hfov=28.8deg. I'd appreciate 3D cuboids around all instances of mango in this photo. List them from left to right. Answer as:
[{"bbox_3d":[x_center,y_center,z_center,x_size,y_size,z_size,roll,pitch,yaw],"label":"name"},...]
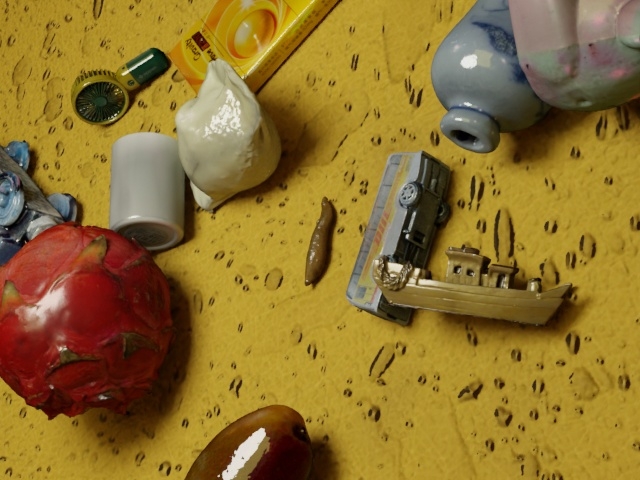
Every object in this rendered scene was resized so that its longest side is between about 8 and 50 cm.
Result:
[{"bbox_3d":[-0.099,0.297,1.360,0.133,0.111,0.267,29,88,27],"label":"mango"}]

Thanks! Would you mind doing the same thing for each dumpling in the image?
[{"bbox_3d":[-0.123,-0.143,1.556,0.126,0.216,0.166,-20,70,-4],"label":"dumpling"}]

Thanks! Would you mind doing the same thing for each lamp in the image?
[{"bbox_3d":[0.348,-0.187,1.170,0.301,0.247,0.247,-4,100,37],"label":"lamp"}]

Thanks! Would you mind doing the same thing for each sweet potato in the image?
[{"bbox_3d":[0.000,0.000,1.479,0.026,0.026,0.115,0,68,39],"label":"sweet potato"}]

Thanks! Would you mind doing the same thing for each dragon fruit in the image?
[{"bbox_3d":[-0.295,0.101,1.537,0.241,0.241,0.252,4,60,40],"label":"dragon fruit"}]

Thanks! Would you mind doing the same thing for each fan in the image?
[{"bbox_3d":[-0.286,-0.227,1.786,0.155,0.082,0.039,-30,45,8],"label":"fan"}]

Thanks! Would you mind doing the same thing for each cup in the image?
[{"bbox_3d":[-0.226,-0.056,1.654,0.099,0.136,0.133,-4,64,1],"label":"cup"}]

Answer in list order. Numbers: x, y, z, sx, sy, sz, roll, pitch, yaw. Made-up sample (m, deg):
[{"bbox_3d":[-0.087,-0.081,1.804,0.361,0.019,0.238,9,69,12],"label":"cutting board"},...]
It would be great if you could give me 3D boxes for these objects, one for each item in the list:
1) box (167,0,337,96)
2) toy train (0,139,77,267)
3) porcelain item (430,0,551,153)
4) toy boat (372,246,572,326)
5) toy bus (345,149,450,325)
[{"bbox_3d":[-0.078,-0.299,1.665,0.269,0.043,0.152,-46,49,13],"label":"box"},{"bbox_3d":[-0.479,-0.034,1.817,0.299,0.131,0.202,44,107,43],"label":"toy train"},{"bbox_3d":[0.207,-0.218,1.345,0.141,0.141,0.259,10,69,41],"label":"porcelain item"},{"bbox_3d":[0.155,0.043,1.283,0.206,0.064,0.072,6,89,18],"label":"toy boat"},{"bbox_3d":[0.087,-0.005,1.386,0.075,0.064,0.190,8,75,47],"label":"toy bus"}]
